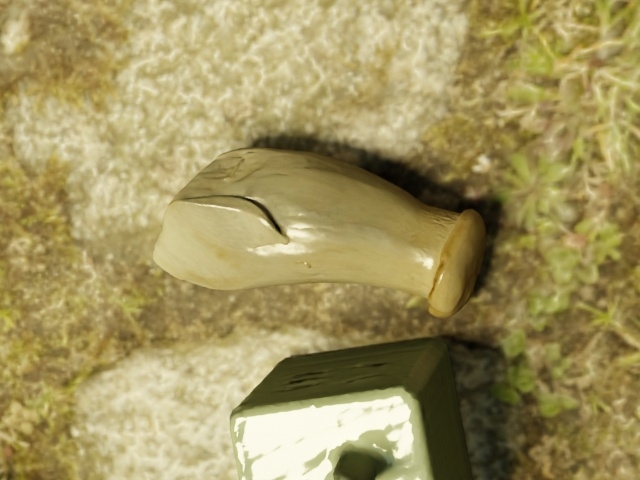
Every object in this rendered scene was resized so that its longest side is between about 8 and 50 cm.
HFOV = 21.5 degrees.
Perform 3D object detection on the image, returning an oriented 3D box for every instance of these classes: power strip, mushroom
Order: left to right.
[{"bbox_3d":[-0.002,-0.010,1.241,0.247,0.096,0.108,8,75,8],"label":"mushroom"},{"bbox_3d":[0.021,0.164,1.194,0.140,0.224,0.139,-8,98,14],"label":"power strip"}]
